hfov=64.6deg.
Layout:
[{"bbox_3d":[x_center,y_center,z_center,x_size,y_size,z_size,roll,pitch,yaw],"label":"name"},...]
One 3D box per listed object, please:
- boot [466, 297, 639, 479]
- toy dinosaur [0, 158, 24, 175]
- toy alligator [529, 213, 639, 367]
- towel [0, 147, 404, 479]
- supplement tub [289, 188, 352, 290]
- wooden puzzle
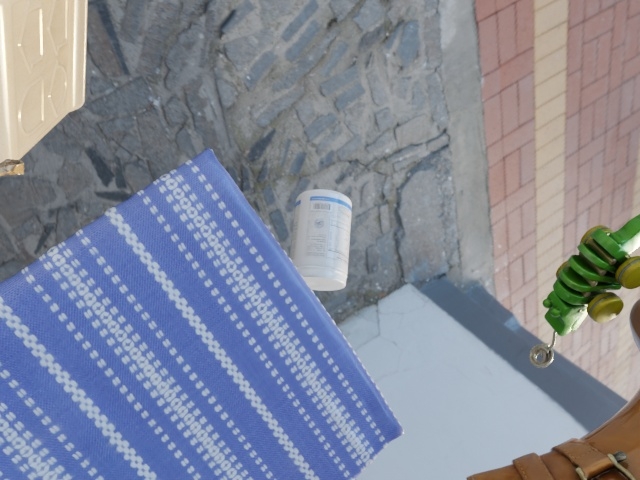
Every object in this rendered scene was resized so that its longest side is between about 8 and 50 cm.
[{"bbox_3d":[0.216,0.157,0.360,0.220,0.284,0.109,-18,128,15],"label":"boot"},{"bbox_3d":[-0.500,-0.062,0.663,0.211,0.112,0.064,-48,162,-26],"label":"toy dinosaur"},{"bbox_3d":[0.225,0.048,0.447,0.051,0.056,0.190,8,124,-23],"label":"toy alligator"},{"bbox_3d":[-0.132,0.138,0.296,0.336,0.040,0.243,-38,105,-16],"label":"towel"},{"bbox_3d":[0.000,0.000,0.599,0.070,0.071,0.107,20,67,-37],"label":"supplement tub"},{"bbox_3d":[-0.598,-0.369,1.045,0.080,0.348,0.322,15,124,-6],"label":"wooden puzzle"}]
